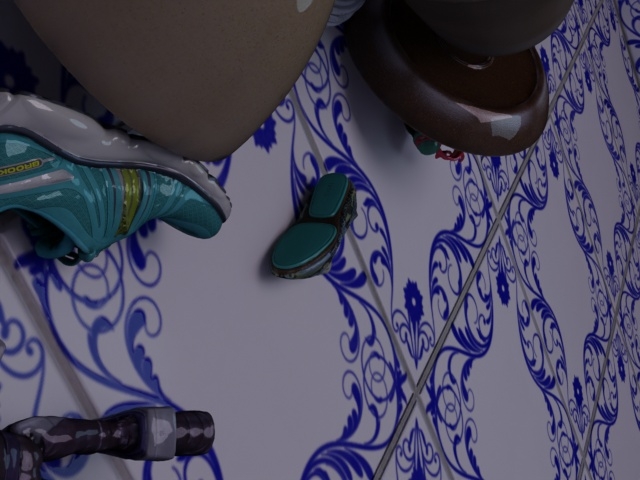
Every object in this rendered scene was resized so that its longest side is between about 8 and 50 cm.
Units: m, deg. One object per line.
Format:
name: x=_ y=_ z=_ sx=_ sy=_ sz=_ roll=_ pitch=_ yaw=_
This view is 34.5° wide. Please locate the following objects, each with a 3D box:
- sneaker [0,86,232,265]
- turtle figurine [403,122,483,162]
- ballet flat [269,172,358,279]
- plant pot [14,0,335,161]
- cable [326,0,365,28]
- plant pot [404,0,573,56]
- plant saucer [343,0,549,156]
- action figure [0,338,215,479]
sneaker: x=-0.179 y=-0.034 z=0.785 sx=0.275 sy=0.107 sz=0.110 roll=16 pitch=85 yaw=-53
turtle figurine: x=0.156 y=-0.200 z=1.411 sx=0.175 sy=0.118 sz=0.234 roll=16 pitch=56 yaw=-19
ballet flat: x=0.000 y=0.000 z=1.106 sx=0.070 sy=0.070 sz=0.188 roll=63 pitch=35 yaw=-25
plant pot: x=-0.089 y=-0.230 z=0.798 sx=0.284 sy=0.191 sz=0.284 roll=45 pitch=23 yaw=-25
cable: x=-0.029 y=-0.364 z=1.165 sx=0.257 sy=0.089 sz=0.257 roll=62 pitch=33 yaw=-25
plant pot: x=0.192 y=-0.366 z=1.192 sx=0.280 sy=0.323 sz=0.323 roll=52 pitch=35 yaw=-64
plant saucer: x=0.180 y=-0.246 z=1.356 sx=0.311 sy=0.050 sz=0.310 roll=15 pitch=52 yaw=-20
action figure: x=-0.195 y=0.149 z=0.663 sx=0.285 sy=0.099 sz=0.185 roll=25 pitch=65 yaw=-52
